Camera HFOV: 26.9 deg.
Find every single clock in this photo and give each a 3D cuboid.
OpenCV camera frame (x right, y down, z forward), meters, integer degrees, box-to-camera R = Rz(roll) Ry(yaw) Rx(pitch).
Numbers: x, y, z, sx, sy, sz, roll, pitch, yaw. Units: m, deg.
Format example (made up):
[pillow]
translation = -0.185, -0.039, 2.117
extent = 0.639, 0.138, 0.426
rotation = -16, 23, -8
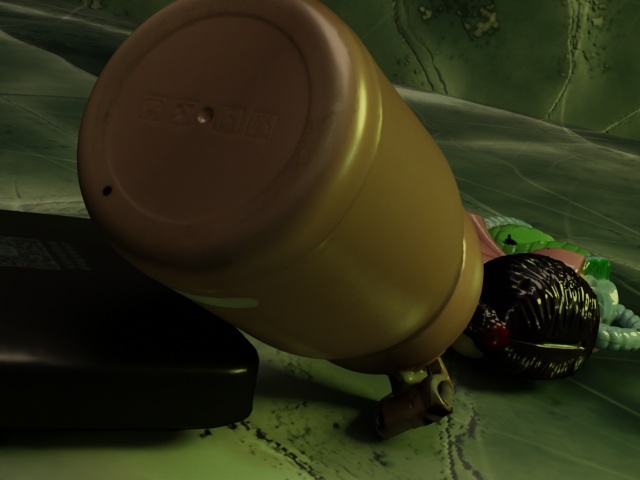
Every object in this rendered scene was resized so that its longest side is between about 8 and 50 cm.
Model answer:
[clock]
translation = 0.157, 0.044, 1.061
extent = 0.194, 0.100, 0.195
rotation = 5, 18, -30

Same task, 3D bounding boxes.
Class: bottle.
[bottle]
translation = 0.000, 0.000, 0.810
extent = 0.173, 0.206, 0.297
rotation = -23, -27, 13

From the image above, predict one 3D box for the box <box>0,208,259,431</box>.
[box]
translation = -0.209, 0.040, 0.844
extent = 0.289, 0.073, 0.290
rotation = 5, 16, -27
